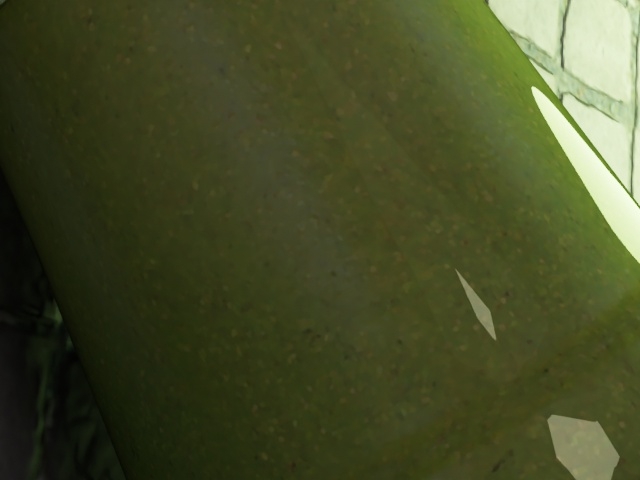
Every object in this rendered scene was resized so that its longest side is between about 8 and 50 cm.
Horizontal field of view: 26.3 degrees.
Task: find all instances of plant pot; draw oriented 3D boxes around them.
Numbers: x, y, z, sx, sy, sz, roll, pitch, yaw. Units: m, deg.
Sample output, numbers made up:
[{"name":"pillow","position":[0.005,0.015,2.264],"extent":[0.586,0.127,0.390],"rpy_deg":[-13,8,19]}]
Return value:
[{"name":"plant pot","position":[0.000,0.000,0.532],"extent":[0.276,0.276,0.254],"rpy_deg":[-31,92,-44]}]
